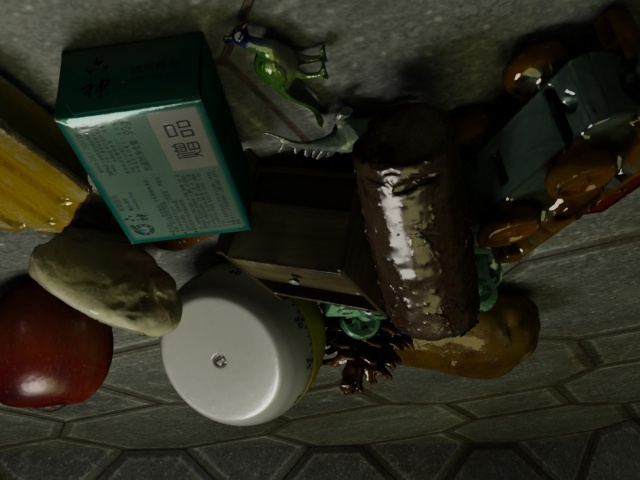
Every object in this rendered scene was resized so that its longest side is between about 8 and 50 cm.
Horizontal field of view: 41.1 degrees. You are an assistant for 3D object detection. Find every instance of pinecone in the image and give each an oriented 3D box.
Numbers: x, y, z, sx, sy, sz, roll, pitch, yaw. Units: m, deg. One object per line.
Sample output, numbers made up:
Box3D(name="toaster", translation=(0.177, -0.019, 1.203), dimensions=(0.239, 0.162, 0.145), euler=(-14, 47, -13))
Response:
Box3D(name="pinecone", translation=(0.076, 0.156, 1.461), dimensions=(0.168, 0.213, 0.185), euler=(4, 163, -23))

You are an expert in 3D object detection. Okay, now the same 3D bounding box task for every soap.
Box3D(name="soap", translation=(-0.357, -0.086, 0.973), dimensions=(0.160, 0.080, 0.257), euler=(-10, 157, 15))

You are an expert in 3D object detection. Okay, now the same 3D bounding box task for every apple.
Box3D(name="apple", translation=(-0.455, 0.178, 1.422), dimensions=(0.218, 0.201, 0.218), euler=(-4, 160, -2))

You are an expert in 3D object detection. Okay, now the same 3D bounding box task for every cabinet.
Box3D(name="cabinet", translation=(0.000, 0.000, 1.105), dimensions=(0.174, 0.148, 0.215), euler=(8, 163, 24))

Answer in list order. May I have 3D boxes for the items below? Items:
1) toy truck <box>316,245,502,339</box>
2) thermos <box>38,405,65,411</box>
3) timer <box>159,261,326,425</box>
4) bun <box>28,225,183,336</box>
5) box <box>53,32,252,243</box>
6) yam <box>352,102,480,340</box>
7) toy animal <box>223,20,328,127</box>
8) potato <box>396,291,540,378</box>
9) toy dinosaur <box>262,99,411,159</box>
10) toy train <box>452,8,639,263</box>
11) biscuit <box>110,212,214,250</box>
Box3D(name="toy truck", translation=(0.136, 0.060, 1.325), dimensions=(0.278, 0.156, 0.155), euler=(0, 157, -12))
Box3D(name="thermos", translation=(-0.567, 0.248, 1.679), dimensions=(0.136, 0.110, 0.330), euler=(-5, 157, 0))
Box3D(name="timer", translation=(-0.105, 0.148, 1.410), dimensions=(0.285, 0.285, 0.285), euler=(-4, 157, -2))
Box3D(name="bun", translation=(-0.296, 0.047, 1.204), dimensions=(0.210, 0.116, 0.237), euler=(26, 174, 39))
Box3D(name="box", translation=(-0.171, -0.101, 0.929), dimensions=(0.153, 0.092, 0.245), euler=(-7, 149, 3))
Box3D(name="yam", translation=(0.111, -0.012, 0.982), dimensions=(0.131, 0.131, 0.280), euler=(-9, 130, 9))
Box3D(name="toy animal", translation=(-0.016, -0.171, 0.900), dimensions=(0.075, 0.041, 0.217), euler=(-9, 161, 25))
Box3D(name="potato", translation=(0.249, 0.179, 1.639), dimensions=(0.369, 0.177, 0.195), euler=(4, -177, -11))
Box3D(name="toy dinosaur", translation=(0.027, -0.122, 0.983), dimensions=(0.208, 0.039, 0.082), euler=(-10, 167, -30))
Box3D(name="toy train", translation=(0.299, -0.112, 0.966), dimensions=(0.231, 0.163, 0.369), euler=(-5, 159, -23))
Box3D(name="biscuit", translation=(-0.210, -0.048, 1.152), dimensions=(0.186, 0.036, 0.192), euler=(20, 147, -41))
